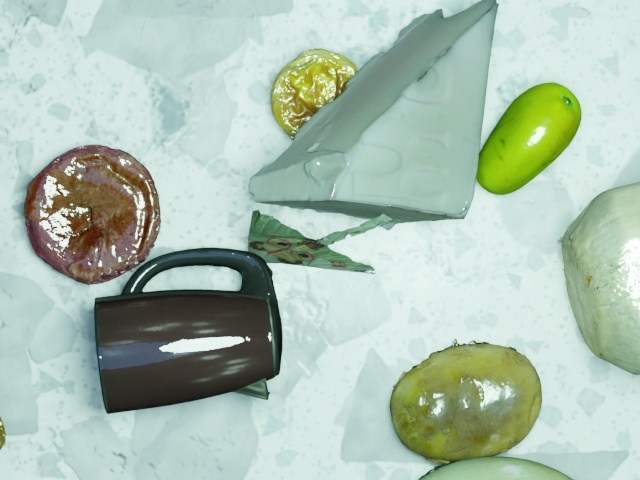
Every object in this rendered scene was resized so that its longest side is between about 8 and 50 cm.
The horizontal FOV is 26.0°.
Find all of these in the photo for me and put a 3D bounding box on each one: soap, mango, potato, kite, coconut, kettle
[{"bbox_3d":[0.069,-0.170,1.694,0.258,0.159,0.302,7,88,-36],"label":"soap"},{"bbox_3d":[0.266,-0.127,1.767,0.089,0.117,0.163,34,92,-14],"label":"mango"},{"bbox_3d":[0.190,0.210,1.789,0.200,0.081,0.164,-15,90,-3],"label":"potato"},{"bbox_3d":[0.000,0.001,1.737,0.229,0.250,0.012,24,63,-39],"label":"kite"},{"bbox_3d":[0.439,0.038,1.717,0.247,0.245,0.244,-14,91,-2],"label":"coconut"},{"bbox_3d":[-0.166,0.113,1.761,0.232,0.144,0.202,-6,75,-7],"label":"kettle"}]

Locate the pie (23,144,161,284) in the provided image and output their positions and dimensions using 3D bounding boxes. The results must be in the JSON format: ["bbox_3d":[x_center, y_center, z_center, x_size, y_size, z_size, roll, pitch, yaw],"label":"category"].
[{"bbox_3d":[-0.294,-0.035,1.791,0.182,0.049,0.182,0,95,-3],"label":"pie"}]

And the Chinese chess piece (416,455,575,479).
[{"bbox_3d":[0.221,0.444,1.744,0.349,0.146,0.349,-1,96,-5],"label":"Chinese chess piece"}]

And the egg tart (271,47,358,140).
[{"bbox_3d":[0.000,-0.181,1.793,0.130,0.052,0.130,0,90,-2],"label":"egg tart"}]

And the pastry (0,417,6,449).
[{"bbox_3d":[-0.463,0.251,1.787,0.109,0.057,0.097,11,92,0],"label":"pastry"}]
